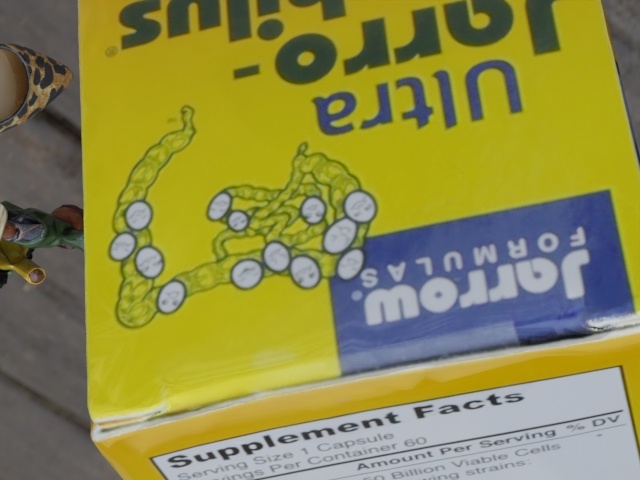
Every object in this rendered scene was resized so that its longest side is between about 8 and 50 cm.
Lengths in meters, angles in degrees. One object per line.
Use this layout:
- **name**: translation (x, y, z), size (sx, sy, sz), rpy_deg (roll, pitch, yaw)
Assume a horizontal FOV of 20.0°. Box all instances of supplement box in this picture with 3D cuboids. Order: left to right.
- **supplement box**: translation (0.048, 0.050, 0.758), size (0.194, 0.195, 0.356), rpy_deg (-12, 148, 8)

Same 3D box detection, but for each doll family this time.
- **doll family**: translation (-0.210, -0.018, 0.998), size (0.193, 0.111, 0.076), rpy_deg (31, 101, 23)

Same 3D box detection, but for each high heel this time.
- **high heel**: translation (-0.299, -0.149, 1.723), size (0.186, 0.261, 0.093), rpy_deg (-7, 95, 45)
